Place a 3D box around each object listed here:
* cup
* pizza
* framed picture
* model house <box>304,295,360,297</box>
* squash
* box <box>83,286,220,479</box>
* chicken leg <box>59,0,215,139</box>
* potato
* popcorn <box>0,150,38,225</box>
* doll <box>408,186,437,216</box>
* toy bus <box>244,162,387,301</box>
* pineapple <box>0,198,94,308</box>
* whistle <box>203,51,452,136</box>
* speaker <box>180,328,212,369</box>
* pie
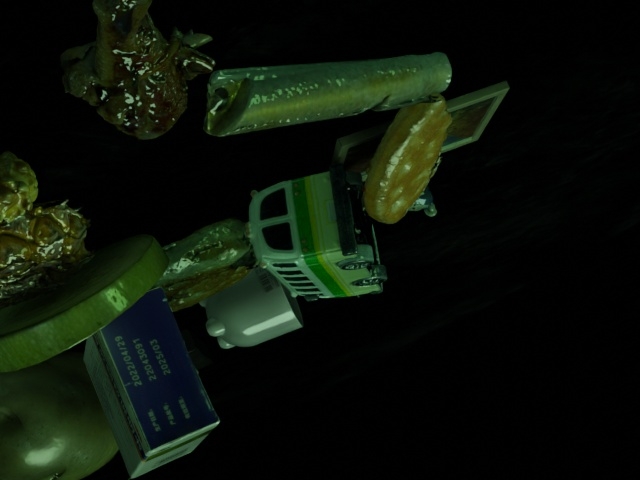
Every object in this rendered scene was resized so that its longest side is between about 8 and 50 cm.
[{"bbox_3d":[-0.122,0.092,1.861,0.142,0.173,0.134,-23,135,5],"label":"cup"},{"bbox_3d":[0.103,-0.106,1.459,0.127,0.058,0.246,-34,157,-22],"label":"pizza"},{"bbox_3d":[0.127,-0.140,1.566,0.250,0.016,0.184,-19,165,-13],"label":"framed picture"},{"bbox_3d":[0.000,0.048,1.870,0.088,0.117,0.167,-21,170,5],"label":"model house"},{"bbox_3d":[-0.299,0.069,1.377,0.252,0.049,0.252,-27,-165,8],"label":"squash"},{"bbox_3d":[-0.245,0.206,1.581,0.106,0.200,0.299,-21,168,-20],"label":"box"},{"bbox_3d":[-0.160,-0.157,0.942,0.125,0.080,0.196,-35,158,3],"label":"chicken leg"},{"bbox_3d":[-0.446,0.291,1.824,0.243,0.221,0.326,-36,167,12],"label":"potato"},{"bbox_3d":[-0.313,-0.047,1.081,0.082,0.083,0.057,3,131,-14],"label":"popcorn"},{"bbox_3d":[0.146,-0.066,1.806,0.076,0.050,0.083,-6,169,6],"label":"doll"},{"bbox_3d":[0.000,0.000,1.605,0.165,0.133,0.276,-10,164,7],"label":"toy bus"},{"bbox_3d":[-0.354,0.028,1.299,0.225,0.076,0.225,-20,166,-5],"label":"pineapple"},{"bbox_3d":[0.012,-0.163,1.213,0.326,0.057,0.068,-12,118,-39],"label":"whistle"},{"bbox_3d":[-0.269,0.223,2.225,0.082,0.044,0.218,-23,167,-1],"label":"speaker"},{"bbox_3d":[-0.214,0.054,1.621,0.302,0.067,0.302,-22,170,-4],"label":"pie"}]
